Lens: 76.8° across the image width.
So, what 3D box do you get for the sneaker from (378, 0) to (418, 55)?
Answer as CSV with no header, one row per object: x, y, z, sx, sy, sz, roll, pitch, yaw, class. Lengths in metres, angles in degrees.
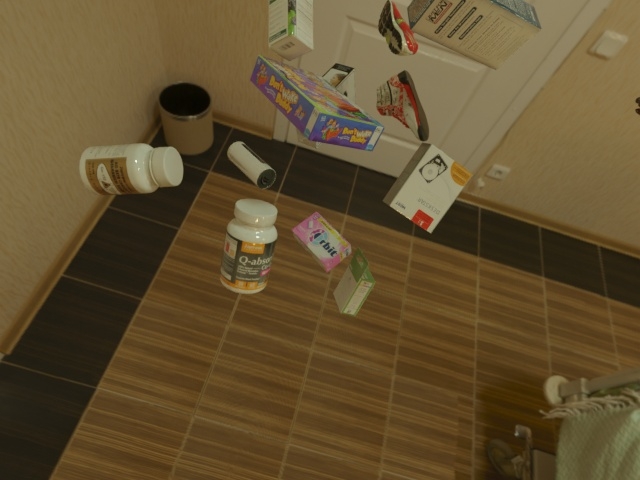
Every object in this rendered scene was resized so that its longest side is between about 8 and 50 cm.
0.321,-0.859,1.652,0.118,0.107,0.279,-4,68,-24,sneaker

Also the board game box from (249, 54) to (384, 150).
-0.015,-0.385,1.134,0.233,0.078,0.347,-2,42,-42,board game box

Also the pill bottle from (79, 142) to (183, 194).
-0.494,-0.189,1.069,0.229,0.131,0.131,-2,59,8,pill bottle

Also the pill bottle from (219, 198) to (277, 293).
-0.228,0.019,1.298,0.162,0.279,0.162,12,25,-6,pill bottle

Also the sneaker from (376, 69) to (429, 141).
0.299,-0.474,1.501,0.090,0.145,0.270,-16,87,-55,sneaker

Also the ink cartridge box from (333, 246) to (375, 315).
0.123,0.139,1.355,0.062,0.209,0.109,15,26,-22,ink cartridge box

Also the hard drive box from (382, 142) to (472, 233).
0.348,-0.172,1.323,0.181,0.089,0.232,30,101,-15,hard drive box

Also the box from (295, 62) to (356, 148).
0.022,-0.500,1.495,0.087,0.169,0.290,26,63,23,box

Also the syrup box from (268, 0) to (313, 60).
-0.083,-0.645,1.129,0.096,0.093,0.237,8,79,-53,syrup box

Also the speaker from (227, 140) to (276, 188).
-0.165,-0.180,0.960,0.055,0.055,0.136,-29,55,-26,speaker

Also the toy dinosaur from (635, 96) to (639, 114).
0.648,-0.207,0.641,0.200,0.127,0.296,38,32,-38,toy dinosaur

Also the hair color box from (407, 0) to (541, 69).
0.447,-0.650,1.180,0.347,0.174,0.105,10,64,-25,hair color box

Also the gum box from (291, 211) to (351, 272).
0.000,0.000,1.325,0.107,0.062,0.188,-38,61,-13,gum box
